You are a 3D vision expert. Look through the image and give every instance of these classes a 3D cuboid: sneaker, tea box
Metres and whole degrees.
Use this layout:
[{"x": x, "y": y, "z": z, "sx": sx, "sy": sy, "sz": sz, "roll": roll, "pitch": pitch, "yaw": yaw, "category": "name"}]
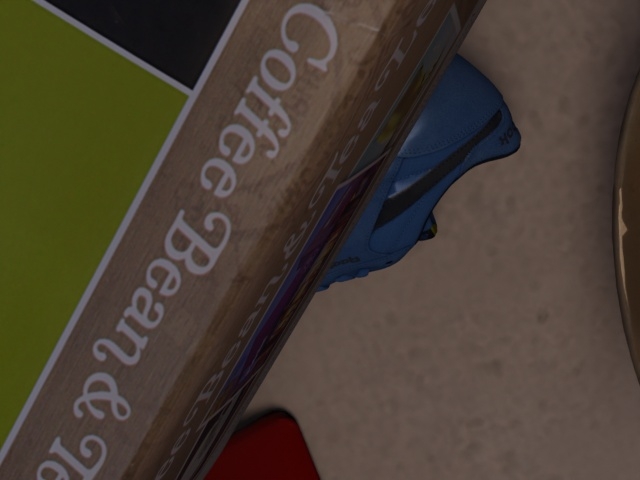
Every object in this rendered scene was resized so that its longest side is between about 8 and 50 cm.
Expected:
[{"x": 0.000, "y": 0.000, "z": 0.707, "sx": 0.209, "sy": 0.069, "sz": 0.082, "roll": -42, "pitch": 110, "yaw": 14, "category": "sneaker"}, {"x": -0.137, "y": -0.076, "z": 0.557, "sx": 0.323, "sy": 0.220, "sz": 0.329, "roll": 33, "pitch": 109, "yaw": 5, "category": "tea box"}]

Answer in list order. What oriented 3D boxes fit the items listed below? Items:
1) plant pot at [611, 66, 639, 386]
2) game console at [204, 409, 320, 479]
[{"x": 0.304, "y": -0.002, "z": 0.623, "sx": 0.274, "sy": 0.256, "sz": 0.256, "roll": -9, "pitch": 113, "yaw": -22, "category": "plant pot"}, {"x": -0.061, "y": 0.167, "z": 0.801, "sx": 0.124, "sy": 0.085, "sz": 0.144, "roll": -6, "pitch": 115, "yaw": 35, "category": "game console"}]
